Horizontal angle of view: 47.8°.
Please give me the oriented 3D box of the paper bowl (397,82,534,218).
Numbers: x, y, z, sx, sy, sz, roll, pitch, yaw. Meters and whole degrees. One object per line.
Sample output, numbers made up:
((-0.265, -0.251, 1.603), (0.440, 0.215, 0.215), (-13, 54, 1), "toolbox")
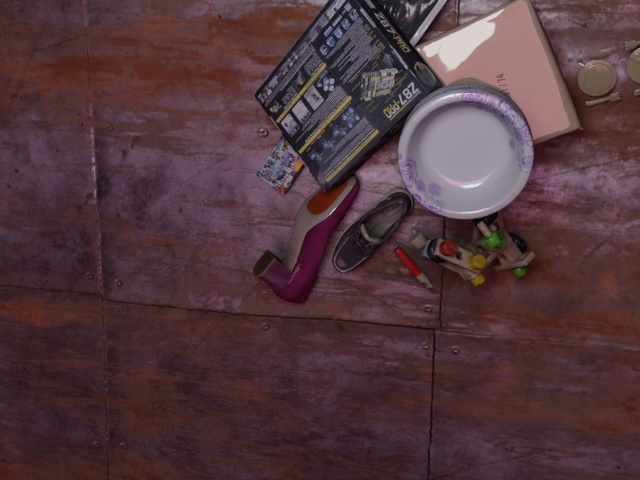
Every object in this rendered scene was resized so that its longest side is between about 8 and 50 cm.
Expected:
((0.314, -0.200, 1.572), (0.284, 0.148, 0.284), (4, 114, 9), "paper bowl")

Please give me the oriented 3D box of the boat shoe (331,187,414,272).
((0.126, -0.020, 1.870), (0.103, 0.092, 0.285), (46, 109, 0), "boat shoe")

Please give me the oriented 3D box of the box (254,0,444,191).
((0.052, -0.355, 1.718), (0.318, 0.097, 0.395), (54, 131, 9), "box")

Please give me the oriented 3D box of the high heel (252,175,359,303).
((0.000, 0.000, 1.928), (0.377, 0.127, 0.181), (-44, 127, 11), "high heel")

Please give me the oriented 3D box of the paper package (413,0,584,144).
((0.400, -0.354, 1.687), (0.310, 0.168, 0.324), (-22, 98, 17), "paper package")

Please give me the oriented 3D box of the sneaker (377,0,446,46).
((0.214, -0.585, 1.691), (0.147, 0.104, 0.295), (29, 109, -14), "sneaker")

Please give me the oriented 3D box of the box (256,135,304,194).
((-0.095, -0.202, 1.916), (0.094, 0.027, 0.137), (36, 108, 3), "box")

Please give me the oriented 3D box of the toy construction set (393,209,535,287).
((0.370, 0.041, 1.778), (0.309, 0.257, 0.237), (-30, 108, 38), "toy construction set")

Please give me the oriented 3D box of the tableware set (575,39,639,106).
((0.696, -0.395, 1.673), (0.194, 0.039, 0.128), (-11, 112, 22), "tableware set")
